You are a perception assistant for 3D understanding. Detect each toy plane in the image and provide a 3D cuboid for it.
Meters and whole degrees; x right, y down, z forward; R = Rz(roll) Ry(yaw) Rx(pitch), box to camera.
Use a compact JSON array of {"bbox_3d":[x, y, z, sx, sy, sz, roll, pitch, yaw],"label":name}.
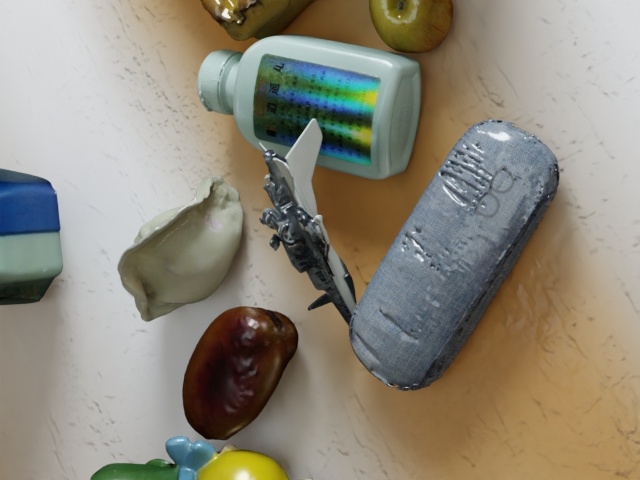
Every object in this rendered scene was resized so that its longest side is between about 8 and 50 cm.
[{"bbox_3d":[-0.016,0.001,1.196,0.160,0.082,0.234,-140,34,-63],"label":"toy plane"}]

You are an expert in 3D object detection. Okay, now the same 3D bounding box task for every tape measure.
[{"bbox_3d":[-0.425,0.001,1.363,0.259,0.262,0.138,-3,84,30],"label":"tape measure"}]

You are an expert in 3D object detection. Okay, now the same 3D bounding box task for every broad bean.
[{"bbox_3d":[-0.090,0.139,1.278,0.165,0.084,0.114,-60,30,18],"label":"broad bean"}]

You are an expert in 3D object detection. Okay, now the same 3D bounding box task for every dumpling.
[{"bbox_3d":[-0.158,0.018,1.283,0.169,0.134,0.100,-37,76,28],"label":"dumpling"}]

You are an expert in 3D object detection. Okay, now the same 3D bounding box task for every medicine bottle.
[{"bbox_3d":[-0.016,-0.142,1.225,0.229,0.083,0.121,15,110,27],"label":"medicine bottle"}]

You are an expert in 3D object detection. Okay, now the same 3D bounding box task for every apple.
[{"bbox_3d":[0.085,-0.221,1.172,0.084,0.071,0.084,2,93,30],"label":"apple"}]

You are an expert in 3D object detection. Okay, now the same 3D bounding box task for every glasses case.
[{"bbox_3d":[0.125,0.017,1.163,0.109,0.067,0.282,39,108,25],"label":"glasses case"}]

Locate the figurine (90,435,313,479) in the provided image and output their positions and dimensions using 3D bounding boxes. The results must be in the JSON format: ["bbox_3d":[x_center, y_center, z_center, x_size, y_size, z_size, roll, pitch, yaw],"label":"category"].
[{"bbox_3d":[-0.122,0.286,1.293,0.234,0.185,0.127,-7,62,-8],"label":"figurine"}]

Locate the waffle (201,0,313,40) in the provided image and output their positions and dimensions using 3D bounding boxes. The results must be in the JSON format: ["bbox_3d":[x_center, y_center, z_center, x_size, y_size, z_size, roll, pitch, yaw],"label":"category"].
[{"bbox_3d":[-0.087,-0.391,1.251,0.224,0.098,0.328,-40,72,23],"label":"waffle"}]
